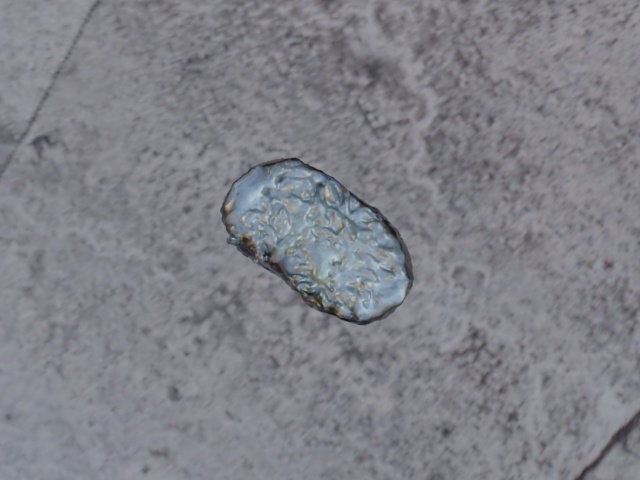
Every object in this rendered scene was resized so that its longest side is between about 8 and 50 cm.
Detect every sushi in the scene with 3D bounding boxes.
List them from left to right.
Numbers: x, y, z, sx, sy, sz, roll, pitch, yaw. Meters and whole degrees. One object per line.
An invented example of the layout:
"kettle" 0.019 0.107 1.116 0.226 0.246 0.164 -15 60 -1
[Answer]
"sushi" 0.000 0.000 1.017 0.150 0.078 0.090 33 86 0
